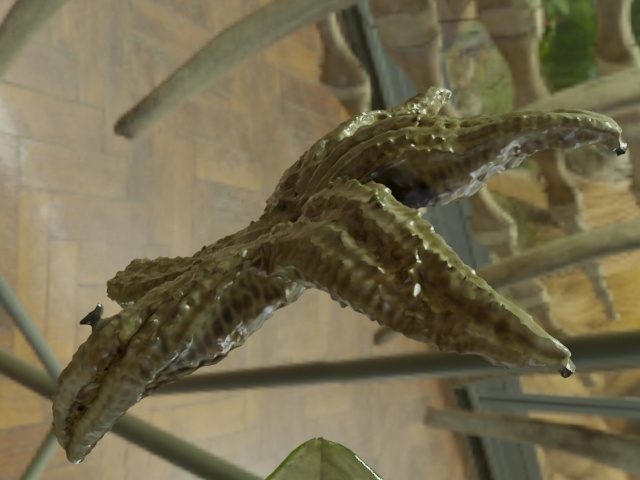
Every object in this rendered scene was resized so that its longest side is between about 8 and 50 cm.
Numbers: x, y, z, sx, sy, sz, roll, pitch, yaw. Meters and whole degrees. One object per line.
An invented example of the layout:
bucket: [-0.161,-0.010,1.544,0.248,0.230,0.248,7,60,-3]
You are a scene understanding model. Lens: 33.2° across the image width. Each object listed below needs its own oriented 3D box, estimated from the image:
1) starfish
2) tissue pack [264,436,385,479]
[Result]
starfish: [0.000,0.000,0.414,0.236,0.277,0.062,-40,108,-28]
tissue pack: [0.004,0.273,0.705,0.167,0.200,0.275,-45,169,-21]
